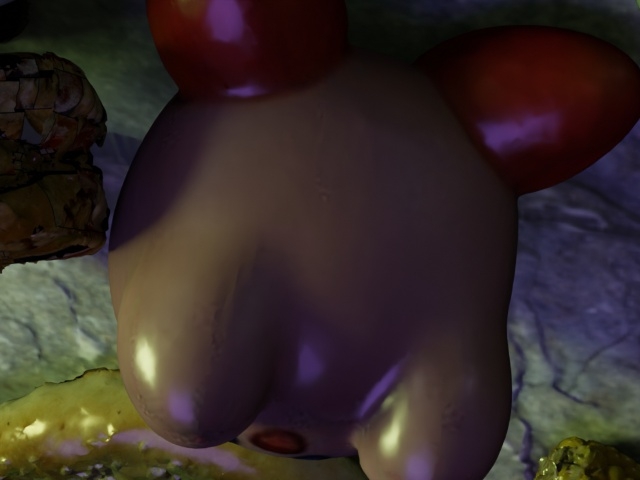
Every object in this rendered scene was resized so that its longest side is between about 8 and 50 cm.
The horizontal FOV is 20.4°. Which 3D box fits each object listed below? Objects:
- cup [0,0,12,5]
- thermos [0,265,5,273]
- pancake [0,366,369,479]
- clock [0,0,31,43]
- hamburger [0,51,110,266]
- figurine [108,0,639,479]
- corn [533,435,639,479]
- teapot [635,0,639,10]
[{"bbox_3d":[-0.284,-0.176,0.861,0.317,0.212,0.212,-15,126,36],"label":"cup"},{"bbox_3d":[-0.279,-0.058,1.049,0.232,0.124,0.099,44,127,-13],"label":"thermos"},{"bbox_3d":[-0.112,0.242,1.298,0.387,0.082,0.387,7,134,7],"label":"pancake"},{"bbox_3d":[-0.205,-0.145,1.018,0.074,0.010,0.083,-12,127,27],"label":"clock"},{"bbox_3d":[-0.214,-0.032,0.891,0.231,0.231,0.107,-5,93,22],"label":"hamburger"},{"bbox_3d":[0.000,-0.007,0.957,0.269,0.261,0.211,15,176,-18],"label":"figurine"},{"bbox_3d":[0.250,0.242,1.171,0.313,0.102,0.102,38,131,-19],"label":"corn"},{"bbox_3d":[0.234,-0.147,0.801,0.193,0.129,0.294,-29,116,36],"label":"teapot"}]
